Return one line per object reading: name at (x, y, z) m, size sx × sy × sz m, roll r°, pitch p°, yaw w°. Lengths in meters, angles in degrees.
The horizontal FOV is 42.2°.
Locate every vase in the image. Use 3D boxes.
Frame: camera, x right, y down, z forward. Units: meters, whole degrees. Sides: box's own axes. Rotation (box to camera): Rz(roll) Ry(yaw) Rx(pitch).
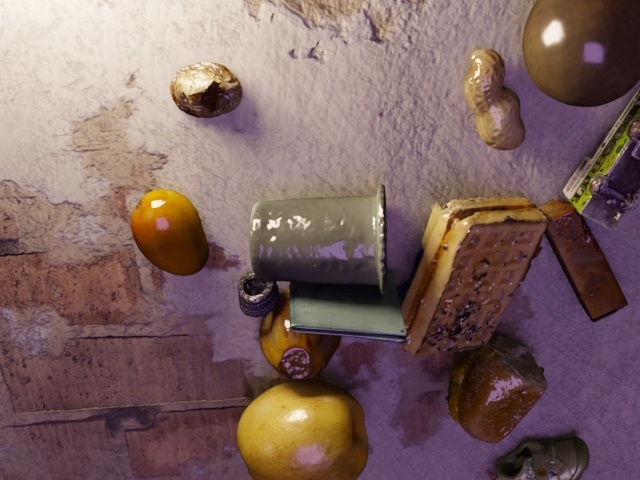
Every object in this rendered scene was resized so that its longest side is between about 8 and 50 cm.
vase at (0.000, 0.000, 1.791) m, size 0.291 × 0.245 × 0.245 m, roll 0°, pitch 119°, yaw 3°

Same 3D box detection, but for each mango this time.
mango at (-0.333, -0.011, 1.830) m, size 0.151 × 0.120 × 0.221 m, roll -10°, pitch 126°, yaw 2°

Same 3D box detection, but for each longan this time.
longan at (0.508, -0.385, 1.584) m, size 0.258 × 0.258 × 0.258 m, roll -1°, pitch 119°, yaw -1°

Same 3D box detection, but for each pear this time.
pear at (-0.039, 0.486, 2.012) m, size 0.314 × 0.314 × 0.314 m, roll -1°, pitch 119°, yaw -1°

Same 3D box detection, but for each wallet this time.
wallet at (0.053, 0.139, 1.829) m, size 0.251 × 0.290 × 0.054 m, roll 3°, pitch 115°, yaw -2°

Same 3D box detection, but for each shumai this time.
shumai at (-0.243, -0.298, 1.699) m, size 0.139 × 0.105 × 0.123 m, roll 11°, pitch 125°, yaw 21°

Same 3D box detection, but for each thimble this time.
thimble at (-0.147, 0.124, 1.918) m, size 0.095 × 0.104 × 0.066 m, roll 8°, pitch 129°, yaw 24°

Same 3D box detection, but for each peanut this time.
peanut at (0.358, -0.289, 1.723) m, size 0.104 × 0.085 × 0.228 m, roll -27°, pitch 115°, yaw 2°

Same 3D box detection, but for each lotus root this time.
lotus root at (-0.041, 0.231, 1.942) m, size 0.188 × 0.180 × 0.199 m, roll 28°, pitch 115°, yaw -12°

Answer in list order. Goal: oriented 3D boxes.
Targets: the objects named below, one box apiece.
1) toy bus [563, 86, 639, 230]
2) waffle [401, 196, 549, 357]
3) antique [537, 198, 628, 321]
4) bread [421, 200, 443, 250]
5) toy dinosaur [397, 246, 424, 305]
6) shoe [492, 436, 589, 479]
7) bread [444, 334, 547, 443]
toy bus at (0.650, -0.179, 1.767) m, size 0.113 × 0.139 × 0.302 m, roll 26°, pitch 107°, yaw -16°
waffle at (0.325, 0.085, 1.842) m, size 0.261 × 0.114 × 0.376 m, roll -5°, pitch 128°, yaw -36°
antique at (0.598, 0.041, 1.908) m, size 0.093 × 0.087 × 0.310 m, roll -29°, pitch 115°, yaw 11°
bread at (0.253, -0.021, 1.865) m, size 0.109 × 0.084 × 0.080 m, roll -40°, pitch 126°, yaw 17°
toy dinosaur at (0.171, 0.124, 1.966) m, size 0.247 × 0.075 × 0.188 m, roll -14°, pitch 109°, yaw 12°
shoe at (0.579, 0.602, 2.181) m, size 0.262 × 0.140 × 0.128 m, roll -36°, pitch 124°, yaw 23°
bread at (0.412, 0.340, 2.005) m, size 0.176 × 0.195 × 0.246 m, roll 26°, pitch 113°, yaw -22°
